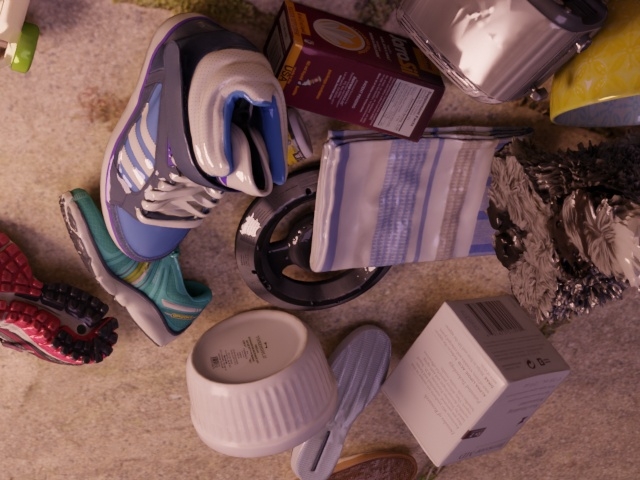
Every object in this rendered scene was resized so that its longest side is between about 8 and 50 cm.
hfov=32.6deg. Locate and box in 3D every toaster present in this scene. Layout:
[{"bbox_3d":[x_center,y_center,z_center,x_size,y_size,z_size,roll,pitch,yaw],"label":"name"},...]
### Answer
[{"bbox_3d":[0.182,-0.254,1.177,0.129,0.227,0.146,-23,157,-51],"label":"toaster"}]

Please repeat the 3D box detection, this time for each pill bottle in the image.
[{"bbox_3d":[-0.073,-0.111,1.329,0.116,0.065,0.065,-21,130,9],"label":"pill bottle"}]

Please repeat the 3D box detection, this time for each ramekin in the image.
[{"bbox_3d":[-0.085,0.185,1.490,0.207,0.207,0.109,-12,122,1],"label":"ramekin"}]

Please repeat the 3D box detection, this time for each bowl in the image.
[{"bbox_3d":[0.397,-0.226,1.229,0.289,0.289,0.156,-5,87,-5],"label":"bowl"}]

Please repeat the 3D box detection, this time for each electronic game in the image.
[{"bbox_3d":[0.000,0.000,1.444,0.229,0.048,0.229,-9,127,-11],"label":"electronic game"}]

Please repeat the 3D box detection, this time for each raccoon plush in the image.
[{"bbox_3d":[0.394,-0.013,1.267,0.299,0.446,0.216,-13,110,-11],"label":"raccoon plush"}]

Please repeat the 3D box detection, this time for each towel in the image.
[{"bbox_3d":[0.128,-0.052,1.396,0.285,0.034,0.209,-4,126,-17],"label":"towel"}]

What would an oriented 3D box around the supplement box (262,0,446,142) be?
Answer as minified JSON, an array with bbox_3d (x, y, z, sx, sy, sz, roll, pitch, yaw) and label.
[{"bbox_3d":[0.036,-0.193,1.252,0.188,0.104,0.081,13,126,-20],"label":"supplement box"}]

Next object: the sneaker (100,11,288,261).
[{"bbox_3d":[-0.137,-0.072,1.205,0.130,0.236,0.323,3,118,-33],"label":"sneaker"}]

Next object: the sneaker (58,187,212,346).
[{"bbox_3d":[-0.239,0.020,1.410,0.110,0.107,0.275,-38,133,-3],"label":"sneaker"}]

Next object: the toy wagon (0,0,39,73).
[{"bbox_3d":[-0.428,-0.257,1.150,0.267,0.068,0.344,15,126,-19],"label":"toy wagon"}]

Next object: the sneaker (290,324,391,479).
[{"bbox_3d":[0.018,0.230,1.618,0.094,0.091,0.258,24,101,-20],"label":"sneaker"}]

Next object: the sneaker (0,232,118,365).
[{"bbox_3d":[-0.410,0.079,1.408,0.299,0.121,0.112,39,146,-25],"label":"sneaker"}]

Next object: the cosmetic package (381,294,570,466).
[{"bbox_3d":[0.216,0.195,1.544,0.151,0.151,0.183,-3,136,-43],"label":"cosmetic package"}]

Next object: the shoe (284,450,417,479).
[{"bbox_3d":[0.047,0.374,1.767,0.219,0.058,0.076,-10,111,-5],"label":"shoe"}]
